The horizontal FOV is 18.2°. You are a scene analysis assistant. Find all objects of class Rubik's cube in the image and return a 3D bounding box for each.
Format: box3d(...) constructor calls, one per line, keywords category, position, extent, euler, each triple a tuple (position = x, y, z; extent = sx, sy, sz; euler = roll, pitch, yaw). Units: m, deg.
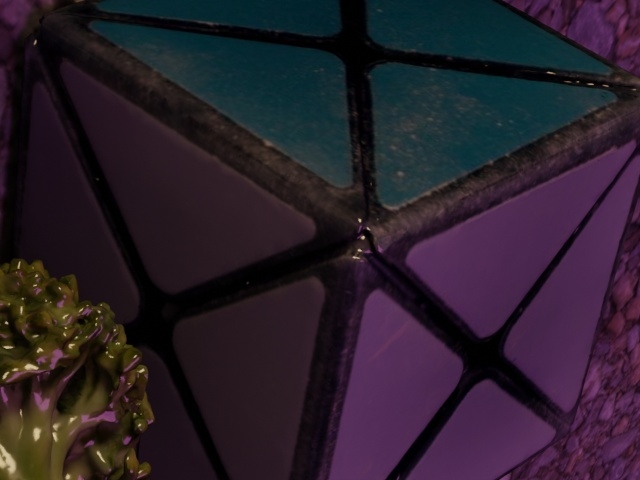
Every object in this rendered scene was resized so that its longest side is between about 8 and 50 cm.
box3d(category="Rubik's cube", position=(0.000, 0.000, 1.100), extent=(0.260, 0.259, 0.255), euler=(-30, 140, -41))

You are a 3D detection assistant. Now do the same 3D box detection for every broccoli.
box3d(category="broccoli", position=(-0.191, 0.110, 0.952), extent=(0.242, 0.273, 0.180), euler=(-31, 121, -12))
